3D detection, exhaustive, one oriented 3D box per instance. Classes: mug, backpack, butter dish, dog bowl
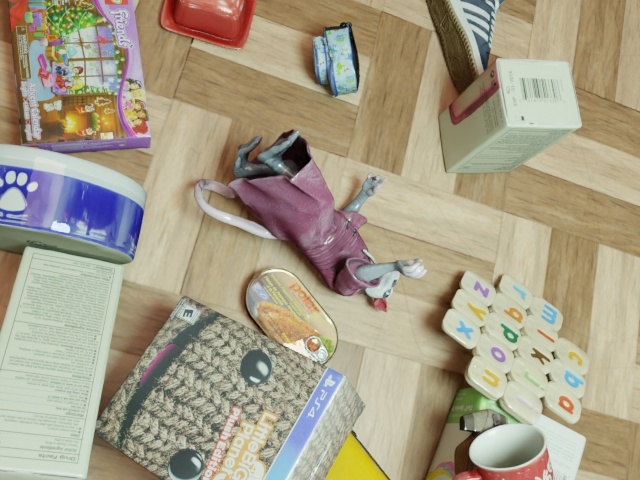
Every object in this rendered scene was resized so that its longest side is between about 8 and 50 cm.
[{"bbox_3d":[0.283,0.377,0.955,0.113,0.150,0.169,-42,114,-61],"label":"mug"},{"bbox_3d":[0.030,-0.327,1.191,0.084,0.105,0.114,-11,80,5],"label":"backpack"},{"bbox_3d":[-0.190,-0.446,1.147,0.160,0.118,0.160,14,74,-13],"label":"butter dish"},{"bbox_3d":[-0.389,-0.042,0.915,0.264,0.265,0.104,9,77,-13],"label":"dog bowl"}]

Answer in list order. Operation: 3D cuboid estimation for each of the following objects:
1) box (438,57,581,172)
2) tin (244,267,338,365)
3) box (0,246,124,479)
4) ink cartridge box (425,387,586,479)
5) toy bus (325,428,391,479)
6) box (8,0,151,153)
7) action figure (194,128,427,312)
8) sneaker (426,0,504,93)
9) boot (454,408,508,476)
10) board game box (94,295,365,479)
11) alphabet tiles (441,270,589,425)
[{"bbox_3d":[0.337,-0.220,1.179,0.148,0.232,0.127,-2,77,-16],"label":"box"},{"bbox_3d":[-0.050,0.133,1.091,0.106,0.040,0.190,-38,89,-16],"label":"tin"},{"bbox_3d":[-0.372,0.178,0.881,0.148,0.121,0.311,15,52,-20],"label":"box"},{"bbox_3d":[0.276,0.448,1.060,0.207,0.119,0.353,28,70,-6],"label":"ink cartridge box"},{"bbox_3d":[0.066,0.394,0.953,0.108,0.130,0.333,-40,66,-5],"label":"toy bus"},{"bbox_3d":[-0.405,-0.294,1.082,0.200,0.057,0.293,-7,79,-18],"label":"box"},{"bbox_3d":[0.000,0.000,1.056,0.275,0.248,0.370,-31,114,12],"label":"action figure"},{"bbox_3d":[0.325,-0.423,1.297,0.153,0.099,0.282,-12,78,-16],"label":"sneaker"},{"bbox_3d":[0.257,0.324,1.006,0.087,0.042,0.119,11,79,-18],"label":"boot"},{"bbox_3d":[-0.125,0.253,0.913,0.291,0.141,0.232,21,68,26],"label":"board game box"},{"bbox_3d":[0.344,0.182,1.128,0.278,0.021,0.284,35,44,2],"label":"alphabet tiles"}]
